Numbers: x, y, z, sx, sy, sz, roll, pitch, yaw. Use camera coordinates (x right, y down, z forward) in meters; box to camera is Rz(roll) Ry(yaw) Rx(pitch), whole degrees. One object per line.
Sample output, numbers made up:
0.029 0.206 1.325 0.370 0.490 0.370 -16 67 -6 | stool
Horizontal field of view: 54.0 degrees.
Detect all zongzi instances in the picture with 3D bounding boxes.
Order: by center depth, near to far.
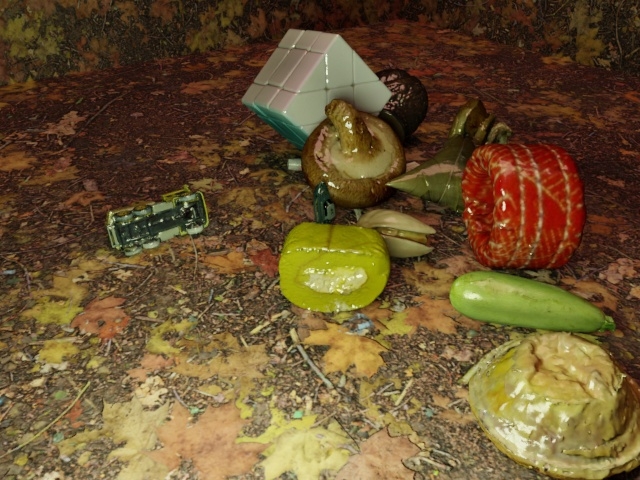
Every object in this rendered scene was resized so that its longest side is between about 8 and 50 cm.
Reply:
0.345 -0.236 1.947 0.300 0.145 0.274 10 47 -7 | zongzi

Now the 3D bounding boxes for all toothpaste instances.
-0.015 -0.258 2.163 0.194 0.043 0.067 1 22 -11 | toothpaste

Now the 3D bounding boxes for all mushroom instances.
0.106 -0.250 1.941 0.345 0.345 0.239 -3 1 -8 | mushroom

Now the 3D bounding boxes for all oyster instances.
0.563 -0.279 2.105 0.094 0.166 0.294 8 31 35 | oyster

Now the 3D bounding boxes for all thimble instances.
0.513 -0.086 1.624 0.230 0.350 0.350 -3 31 -2 | thimble

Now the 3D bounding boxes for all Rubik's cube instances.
-0.015 -0.488 2.133 0.319 0.322 0.316 -56 40 -3 | Rubik's cube

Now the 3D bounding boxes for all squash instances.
0.483 0.144 1.440 0.370 0.118 0.118 8 32 10 | squash

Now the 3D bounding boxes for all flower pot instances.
0.248 -0.463 2.316 0.266 0.267 0.267 10 42 14 | flower pot

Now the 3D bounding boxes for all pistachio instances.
0.198 -0.017 1.691 0.223 0.126 0.152 8 -4 10 | pistachio

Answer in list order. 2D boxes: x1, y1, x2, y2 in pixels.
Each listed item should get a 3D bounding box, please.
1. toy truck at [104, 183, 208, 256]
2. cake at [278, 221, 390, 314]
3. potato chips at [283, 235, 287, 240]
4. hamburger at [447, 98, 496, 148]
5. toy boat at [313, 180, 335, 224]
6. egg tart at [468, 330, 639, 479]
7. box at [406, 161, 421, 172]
-0.463 -0.062 1.744 0.272 0.124 0.157 -21 27 -27 | toy truck
0.033 0.065 1.494 0.260 0.179 0.156 6 32 2 | cake
0.000 0.000 1.750 0.209 0.026 0.142 -1 34 0 | potato chips
0.540 -0.392 2.243 0.132 0.211 0.309 19 34 19 | hamburger
0.008 -0.106 1.810 0.060 0.141 0.055 13 32 33 | toy boat
0.458 0.283 1.186 0.351 0.150 0.352 -2 31 1 | egg tart
0.334 -0.196 2.076 0.122 0.032 0.220 -18 37 -26 | box
